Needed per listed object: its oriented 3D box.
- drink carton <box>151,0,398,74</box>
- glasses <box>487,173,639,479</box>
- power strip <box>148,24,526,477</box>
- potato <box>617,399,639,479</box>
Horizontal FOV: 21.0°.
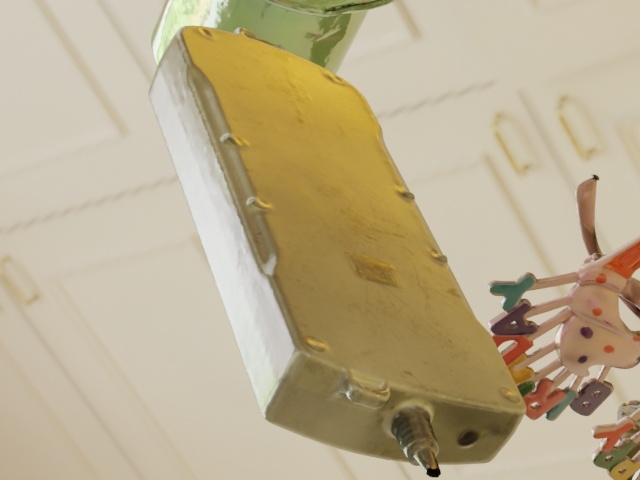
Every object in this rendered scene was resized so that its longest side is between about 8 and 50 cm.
[{"bbox_3d":[-0.032,-0.149,1.046,0.144,0.146,0.142,-17,153,-35],"label":"drink carton"},{"bbox_3d":[0.196,0.066,1.151,0.162,0.255,0.095,-49,-145,5],"label":"glasses"},{"bbox_3d":[0.000,0.000,0.543,0.029,0.080,0.227,-60,-150,26],"label":"power strip"},{"bbox_3d":[0.378,0.217,1.354,0.255,0.112,0.269,-12,-120,7],"label":"potato"}]
